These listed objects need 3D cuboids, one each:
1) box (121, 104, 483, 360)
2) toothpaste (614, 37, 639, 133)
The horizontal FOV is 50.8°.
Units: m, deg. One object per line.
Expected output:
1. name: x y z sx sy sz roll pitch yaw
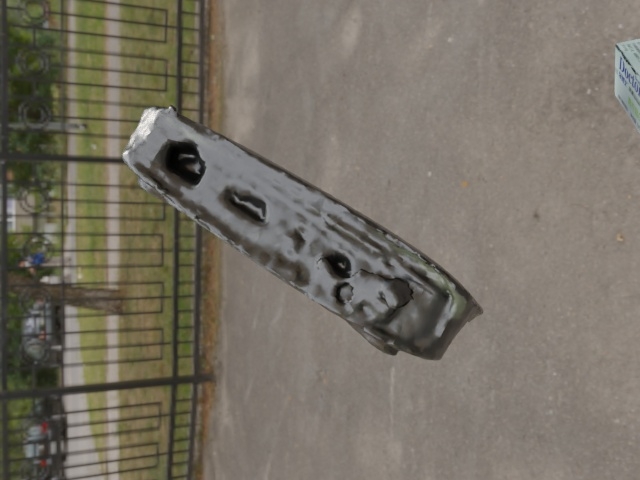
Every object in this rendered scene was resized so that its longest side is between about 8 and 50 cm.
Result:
1. box: 0.000 0.000 0.706 0.091 0.359 0.350 -57 -13 2
2. toothpaste: 0.402 -0.116 0.732 0.336 0.067 0.081 -88 -16 -49
